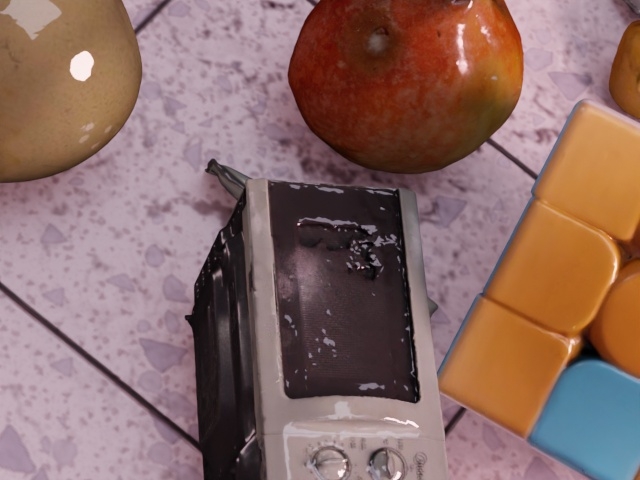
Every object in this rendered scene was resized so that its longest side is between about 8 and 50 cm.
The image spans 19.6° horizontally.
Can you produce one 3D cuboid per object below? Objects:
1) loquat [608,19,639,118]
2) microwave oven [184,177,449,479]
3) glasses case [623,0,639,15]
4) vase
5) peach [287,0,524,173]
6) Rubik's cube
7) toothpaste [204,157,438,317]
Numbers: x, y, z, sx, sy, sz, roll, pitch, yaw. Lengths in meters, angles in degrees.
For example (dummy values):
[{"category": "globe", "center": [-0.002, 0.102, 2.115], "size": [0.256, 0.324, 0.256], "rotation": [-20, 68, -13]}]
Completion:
[{"category": "loquat", "center": [0.380, -0.192, 2.033], "size": [0.113, 0.137, 0.137], "rotation": [22, 53, 24]}, {"category": "microwave oven", "center": [-0.014, 0.125, 1.642], "size": [0.181, 0.237, 0.295], "rotation": [3, 62, -17]}, {"category": "glasses case", "center": [0.475, -0.327, 2.166], "size": [0.308, 0.083, 0.128], "rotation": [-4, 63, -22]}, {"category": "vase", "center": [-0.355, -0.169, 1.713], "size": [0.302, 0.241, 0.329], "rotation": [-29, 45, -22]}, {"category": "peach", "center": [0.094, -0.185, 1.845], "size": [0.232, 0.256, 0.232], "rotation": [7, 61, -12]}, {"category": "Rubik's cube", "center": [0.308, 0.067, 1.671], "size": [0.291, 0.290, 0.291], "rotation": [28, 98, 11]}, {"category": "toothpaste", "center": [0.000, -0.001, 1.825], "size": [0.268, 0.047, 0.069], "rotation": [33, 24, -3]}]
